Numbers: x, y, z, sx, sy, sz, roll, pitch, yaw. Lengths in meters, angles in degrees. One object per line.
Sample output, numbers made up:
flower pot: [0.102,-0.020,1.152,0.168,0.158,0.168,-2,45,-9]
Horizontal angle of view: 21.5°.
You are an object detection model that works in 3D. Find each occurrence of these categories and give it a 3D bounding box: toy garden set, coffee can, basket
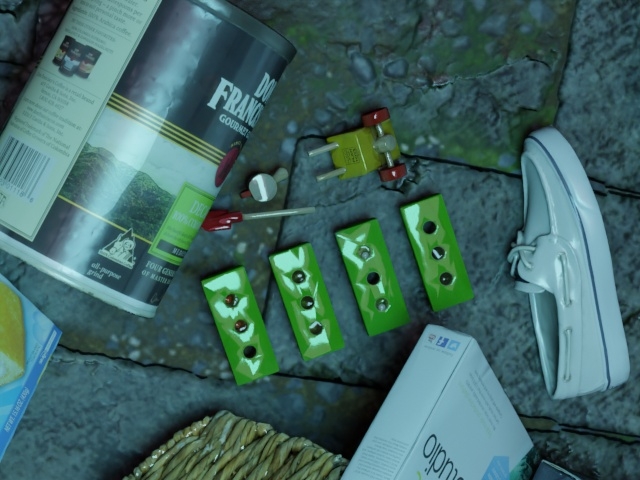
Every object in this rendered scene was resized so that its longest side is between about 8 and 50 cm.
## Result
toy garden set: [0.000,0.000,1.618,0.244,0.049,0.204,-20,99,-6]
coffee can: [-0.173,-0.097,1.502,0.201,0.201,0.275,28,90,-10]
basket: [-0.096,0.339,1.542,0.299,0.213,0.223,-53,141,-30]

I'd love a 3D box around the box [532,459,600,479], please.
box: [0.264,0.439,1.622,0.318,0.097,0.395,25,90,-31]

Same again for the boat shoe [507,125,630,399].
boat shoe: [0.226,0.026,1.636,0.088,0.096,0.267,-17,105,-12]

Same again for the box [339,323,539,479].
box: [0.082,0.270,1.529,0.322,0.058,0.232,-58,143,-21]

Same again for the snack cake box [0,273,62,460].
snack cake box: [-0.345,0.135,1.454,0.089,0.264,0.152,-23,121,34]
